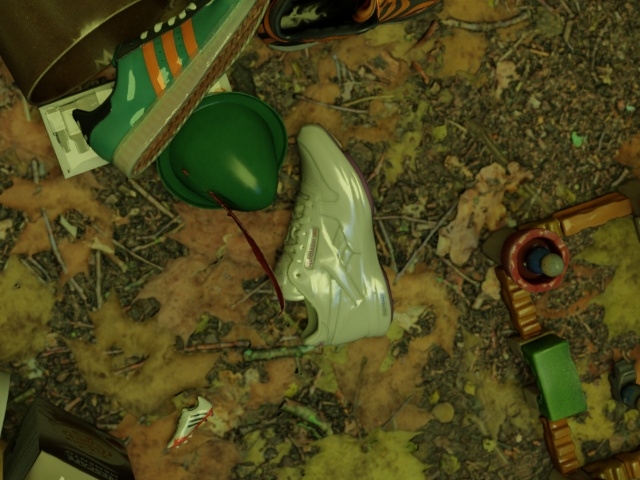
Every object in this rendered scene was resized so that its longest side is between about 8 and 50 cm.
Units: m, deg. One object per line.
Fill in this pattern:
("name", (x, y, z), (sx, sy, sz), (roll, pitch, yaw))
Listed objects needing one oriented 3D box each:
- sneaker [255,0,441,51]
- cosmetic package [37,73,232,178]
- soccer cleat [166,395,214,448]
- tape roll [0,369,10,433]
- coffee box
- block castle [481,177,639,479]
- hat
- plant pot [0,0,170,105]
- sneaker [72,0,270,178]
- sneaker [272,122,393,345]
("sneaker", (0.075, -0.318, 1.773), (0.321, 0.180, 0.124), (-27, 104, -8))
("cosmetic package", (-0.231, -0.165, 1.788), (0.239, 0.060, 0.099), (-21, 104, -9))
("soccer cleat", (-0.180, 0.245, 1.883), (0.083, 0.029, 0.035), (-43, 97, -7))
("tape roll", (-0.489, 0.262, 1.700), (0.169, 0.246, 0.246), (16, 95, -15))
("coffee box", (-0.314, 0.296, 1.744), (0.141, 0.246, 0.098), (30, 91, -16))
("block castle", (0.429, 0.157, 1.915), (0.303, 0.213, 0.453), (-19, 102, -10))
("hat", (-0.089, -0.060, 1.749), (0.173, 0.183, 0.208), (-45, 131, 12))
("plant pot", (-0.336, -0.318, 1.680), (0.215, 0.215, 0.230), (-39, 90, -5))
("sneaker", (-0.183, -0.226, 1.696), (0.121, 0.108, 0.302), (39, 90, 6))
("sneaker", (0.000, 0.000, 1.839), (0.152, 0.114, 0.305), (-16, 102, -11))
